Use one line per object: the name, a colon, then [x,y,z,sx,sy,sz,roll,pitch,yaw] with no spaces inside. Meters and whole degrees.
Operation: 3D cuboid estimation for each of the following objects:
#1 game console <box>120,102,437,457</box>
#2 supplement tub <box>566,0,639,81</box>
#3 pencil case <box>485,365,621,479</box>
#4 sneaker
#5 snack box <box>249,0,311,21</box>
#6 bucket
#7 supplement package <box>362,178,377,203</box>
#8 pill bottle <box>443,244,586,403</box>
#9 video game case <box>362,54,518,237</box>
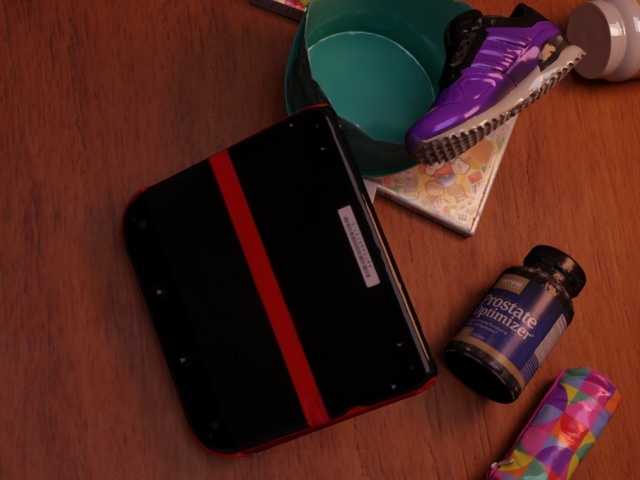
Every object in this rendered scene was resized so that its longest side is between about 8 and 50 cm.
game console: [-0.067,0.061,1.174,0.342,0.060,0.387,-24,82,15]
supplement tub: [0.516,-0.335,1.469,0.199,0.144,0.144,-11,79,-16]
pencil case: [0.328,0.286,1.291,0.104,0.104,0.236,43,69,-1]
sneaker: [0.194,-0.213,1.166,0.293,0.102,0.146,-34,83,-25]
snack box: [-0.041,-0.416,1.403,0.100,0.037,0.141,19,72,-10]
bucket: [0.086,-0.229,1.285,0.281,0.183,0.281,4,74,-13]
supplement package: [0.000,0.000,1.273,0.105,0.105,0.179,17,72,-8]
pill bottle: [0.285,0.115,1.308,0.123,0.123,0.219,41,70,-2]
video game case: [0.179,-0.146,1.398,0.206,0.026,0.227,25,72,-7]
